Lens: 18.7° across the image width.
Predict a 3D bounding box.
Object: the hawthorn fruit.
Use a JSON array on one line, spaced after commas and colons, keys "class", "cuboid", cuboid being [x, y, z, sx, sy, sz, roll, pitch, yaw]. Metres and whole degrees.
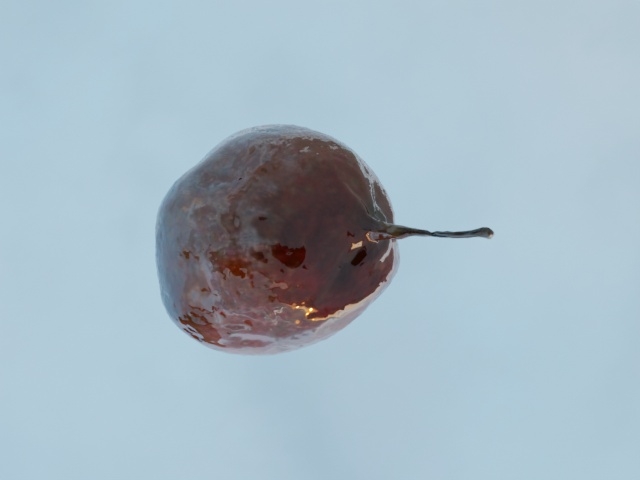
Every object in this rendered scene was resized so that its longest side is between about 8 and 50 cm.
[{"class": "hawthorn fruit", "cuboid": [0.000, 0.000, 0.537, 0.067, 0.103, 0.066, 3, -94, -44]}]
